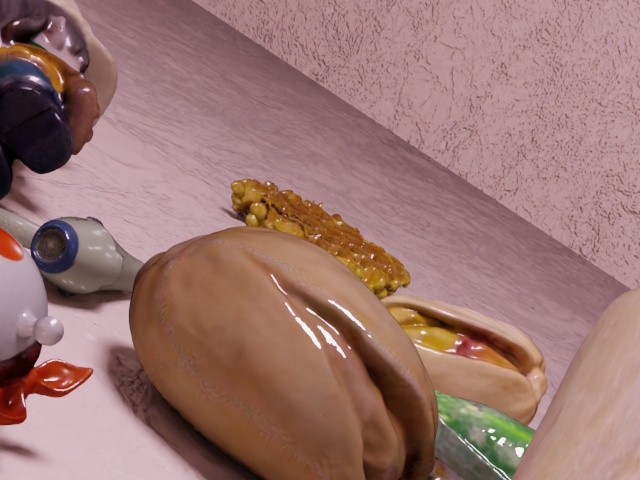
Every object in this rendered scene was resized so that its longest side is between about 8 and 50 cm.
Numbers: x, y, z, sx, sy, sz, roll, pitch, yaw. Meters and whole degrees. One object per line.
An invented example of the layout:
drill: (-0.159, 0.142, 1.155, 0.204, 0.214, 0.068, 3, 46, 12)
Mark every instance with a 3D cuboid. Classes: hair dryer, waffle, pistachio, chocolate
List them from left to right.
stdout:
hair dryer: (-0.236, 0.002, 1.514, 0.199, 0.067, 0.167, 19, -6, 34)
pistachio: (-0.035, 0.088, 1.313, 0.162, 0.182, 0.293, -34, 50, -31)
waffle: (0.000, 0.000, 2.067, 0.228, 0.051, 0.231, 33, 11, 17)
pistachio: (0.123, 0.124, 1.687, 0.200, 0.117, 0.145, 17, -23, -23)
chocolate: (0.154, 0.196, 1.472, 0.291, 0.110, 0.110, 31, 11, 21)

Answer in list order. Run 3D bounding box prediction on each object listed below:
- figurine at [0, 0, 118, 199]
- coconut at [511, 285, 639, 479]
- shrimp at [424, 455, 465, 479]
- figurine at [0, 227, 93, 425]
figurine: (-0.303, -0.161, 1.679, 0.204, 0.185, 0.332, 64, 2, -9)
coconut: (0.285, 0.218, 1.047, 0.415, 0.415, 0.344, 26, -27, -18)
shrimp: (0.064, 0.188, 1.384, 0.187, 0.052, 0.132, 34, 11, 6)
figurine: (-0.248, 0.029, 1.114, 0.226, 0.160, 0.183, 40, 13, 7)
